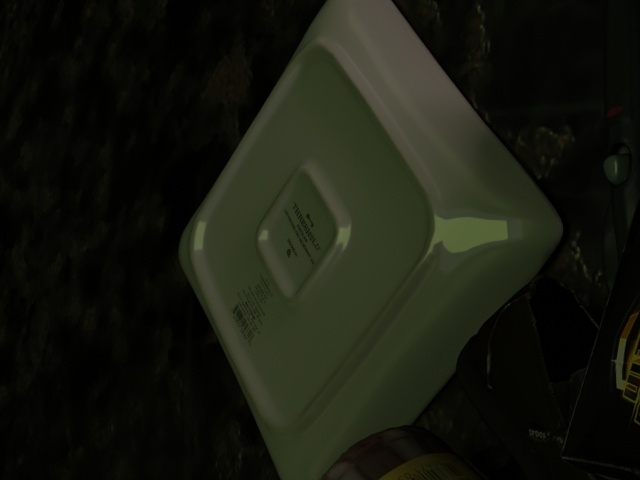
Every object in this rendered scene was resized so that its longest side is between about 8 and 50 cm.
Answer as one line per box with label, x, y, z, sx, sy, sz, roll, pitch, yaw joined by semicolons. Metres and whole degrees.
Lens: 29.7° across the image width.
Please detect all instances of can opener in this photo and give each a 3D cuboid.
can opener;0.160;-0.055;0.595;0.073;0.059;0.186;-14;72;49

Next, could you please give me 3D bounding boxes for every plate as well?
plate;0.000;0.000;0.793;0.278;0.045;0.277;-56;45;28

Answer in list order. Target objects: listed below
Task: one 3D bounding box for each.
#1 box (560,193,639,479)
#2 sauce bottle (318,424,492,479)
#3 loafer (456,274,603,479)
box;0.232;-0.045;0.404;0.257;0.079;0.321;0;70;64
sauce bottle;0.116;0.219;0.549;0.344;0.111;0.111;41;114;49
loafer;0.138;0.092;0.562;0.220;0.080;0.078;49;132;45
